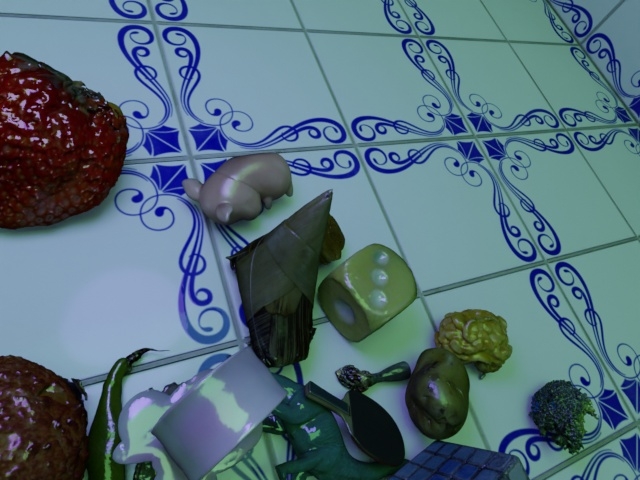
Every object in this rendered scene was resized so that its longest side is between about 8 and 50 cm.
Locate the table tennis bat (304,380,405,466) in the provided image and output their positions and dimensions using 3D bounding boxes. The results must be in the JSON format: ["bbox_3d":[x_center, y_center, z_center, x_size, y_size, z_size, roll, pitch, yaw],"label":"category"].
[{"bbox_3d":[0.076,0.366,0.913,0.274,0.021,0.154,37,22,-20],"label":"table tennis bat"}]

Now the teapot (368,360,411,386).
[{"bbox_3d":[0.154,0.314,1.026,0.110,0.043,0.043,-8,66,-23],"label":"teapot"}]

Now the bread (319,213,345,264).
[{"bbox_3d":[0.000,0.000,1.087,0.140,0.069,0.128,55,38,-40],"label":"bread"}]

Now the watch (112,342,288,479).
[{"bbox_3d":[-0.182,0.276,0.688,0.248,0.217,0.211,-33,76,-38],"label":"watch"}]

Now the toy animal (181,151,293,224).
[{"bbox_3d":[-0.180,-0.130,1.070,0.166,0.154,0.250,18,45,42],"label":"toy animal"}]

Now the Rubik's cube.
[{"bbox_3d":[0.259,0.540,0.799,0.237,0.237,0.238,-25,89,-32],"label":"Rubik's cube"}]

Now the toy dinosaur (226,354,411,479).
[{"bbox_3d":[0.016,0.373,0.922,0.331,0.129,0.383,-9,65,-37],"label":"toy dinosaur"}]

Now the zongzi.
[{"bbox_3d":[-0.045,0.088,0.914,0.154,0.317,0.289,2,61,-42],"label":"zongzi"}]

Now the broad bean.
[{"bbox_3d":[-0.367,0.342,0.796,0.098,0.056,0.318,7,59,0],"label":"broad bean"}]

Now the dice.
[{"bbox_3d":[0.109,0.121,1.036,0.169,0.169,0.166,-31,78,-32],"label":"dice"}]

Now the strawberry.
[{"bbox_3d":[-0.582,-0.181,0.901,0.312,0.267,0.351,36,81,-6],"label":"strawberry"}]

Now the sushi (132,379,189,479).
[{"bbox_3d":[-0.240,0.380,0.795,0.161,0.107,0.241,14,53,-11],"label":"sushi"}]

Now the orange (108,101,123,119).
[{"bbox_3d":[-0.521,-0.288,1.069,0.085,0.085,0.095,19,64,-10],"label":"orange"}]

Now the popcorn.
[{"bbox_3d":[0.390,0.237,1.104,0.194,0.140,0.163,27,62,-7],"label":"popcorn"}]

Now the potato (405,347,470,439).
[{"bbox_3d":[0.265,0.336,0.984,0.137,0.155,0.200,24,28,8],"label":"potato"}]

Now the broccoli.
[{"bbox_3d":[0.603,0.437,1.094,0.154,0.167,0.160,-43,114,-2],"label":"broccoli"}]

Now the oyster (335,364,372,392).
[{"bbox_3d":[0.072,0.310,0.996,0.083,0.019,0.054,16,77,18],"label":"oyster"}]

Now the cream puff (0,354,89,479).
[{"bbox_3d":[-0.520,0.332,0.640,0.350,0.228,0.350,7,69,-17],"label":"cream puff"}]
